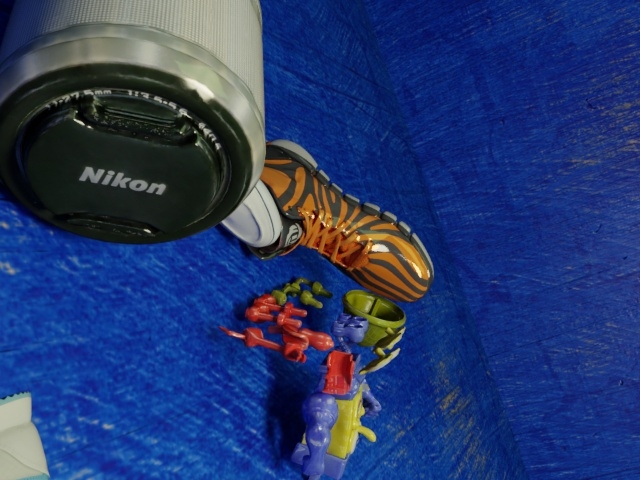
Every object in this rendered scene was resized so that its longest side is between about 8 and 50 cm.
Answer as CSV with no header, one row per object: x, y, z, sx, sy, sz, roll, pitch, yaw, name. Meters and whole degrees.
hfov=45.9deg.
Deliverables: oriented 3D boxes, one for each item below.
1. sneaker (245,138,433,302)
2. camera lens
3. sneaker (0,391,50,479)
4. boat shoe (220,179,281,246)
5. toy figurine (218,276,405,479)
0.000,0.000,1.027,0.321,0.124,0.180,36,30,5,sneaker
-0.159,-0.151,0.661,0.219,0.219,0.274,49,28,-46,camera lens
-0.223,0.151,0.392,0.229,0.087,0.092,-15,87,-69,sneaker
-0.136,-0.068,0.887,0.226,0.083,0.075,50,36,-18,boat shoe
-0.004,0.190,0.951,0.362,0.191,0.217,-34,133,-78,toy figurine
